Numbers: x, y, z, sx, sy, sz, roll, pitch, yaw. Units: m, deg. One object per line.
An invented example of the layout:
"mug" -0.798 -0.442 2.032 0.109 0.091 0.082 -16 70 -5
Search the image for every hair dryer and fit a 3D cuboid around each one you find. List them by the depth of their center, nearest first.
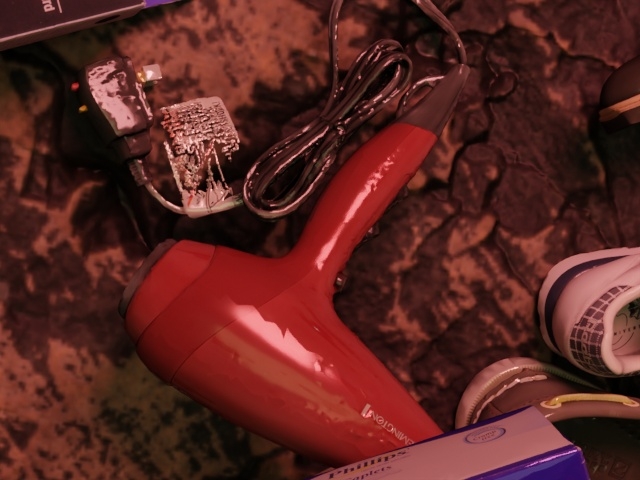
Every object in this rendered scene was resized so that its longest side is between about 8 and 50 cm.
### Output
"hair dryer" 0.000 0.000 0.635 0.224 0.080 0.293 -16 80 -2

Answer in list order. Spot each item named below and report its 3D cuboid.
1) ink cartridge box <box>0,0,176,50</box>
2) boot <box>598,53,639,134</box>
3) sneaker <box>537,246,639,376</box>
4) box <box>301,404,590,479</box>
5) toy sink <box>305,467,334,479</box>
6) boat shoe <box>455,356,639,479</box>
"ink cartridge box" -0.164 -0.203 0.599 0.208 0.045 0.206 -23 104 -33
"boot" 0.213 -0.163 0.686 0.198 0.077 0.137 -35 96 -14
"sneaker" 0.249 0.028 0.699 0.235 0.095 0.090 -20 98 -5
"box" 0.068 0.164 0.555 0.126 0.072 0.137 -18 99 -4
"toy sink" 0.001 0.226 0.670 0.234 0.153 0.131 -26 100 -3
"boat shoe" 0.230 0.157 0.714 0.305 0.091 0.109 20 95 -8
